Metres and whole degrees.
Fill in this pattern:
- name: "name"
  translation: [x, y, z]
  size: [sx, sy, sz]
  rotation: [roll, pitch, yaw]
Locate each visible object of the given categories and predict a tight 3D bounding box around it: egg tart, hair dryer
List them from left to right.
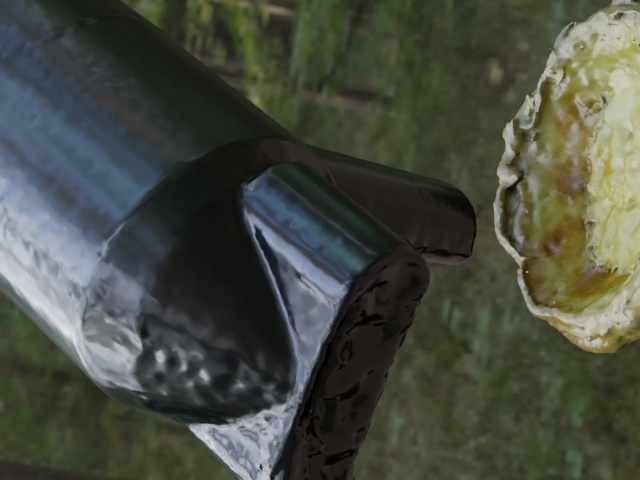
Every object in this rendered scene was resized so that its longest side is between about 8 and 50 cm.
- name: "hair dryer"
  translation: [0.000, 0.000, 0.664]
  size: [0.244, 0.302, 0.116]
  rotation: [40, 112, 36]
- name: "egg tart"
  translation: [0.180, -0.036, 0.938]
  size: [0.212, 0.090, 0.213]
  rotation: [-176, 90, -67]
